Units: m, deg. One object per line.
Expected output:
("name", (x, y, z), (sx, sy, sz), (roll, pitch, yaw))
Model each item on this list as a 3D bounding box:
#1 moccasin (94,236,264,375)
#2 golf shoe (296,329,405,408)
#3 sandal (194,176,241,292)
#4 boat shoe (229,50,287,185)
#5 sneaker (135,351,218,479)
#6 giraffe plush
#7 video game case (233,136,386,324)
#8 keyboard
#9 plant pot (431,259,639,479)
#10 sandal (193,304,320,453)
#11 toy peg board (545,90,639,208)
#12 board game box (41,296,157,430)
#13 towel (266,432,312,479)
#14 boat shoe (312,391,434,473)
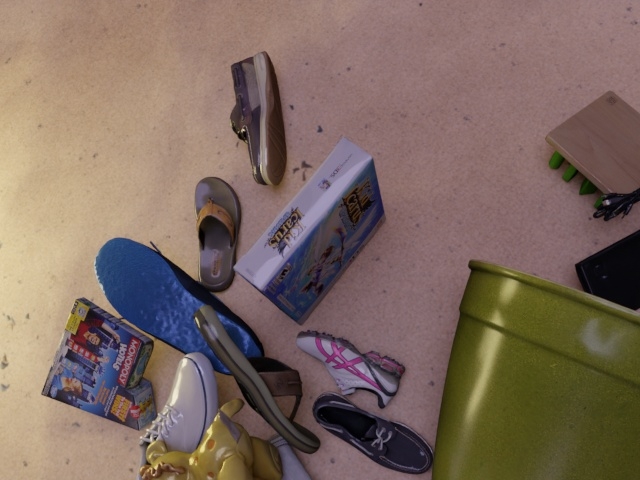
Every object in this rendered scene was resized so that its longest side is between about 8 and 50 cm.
("moccasin", (-0.244, 0.126, 1.089), (0.342, 0.117, 0.138), (39, 87, 16))
("golf shoe", (0.038, 0.204, 1.033), (0.186, 0.067, 0.086), (21, 79, 16))
("sandal", (-0.195, -0.017, 1.152), (0.090, 0.060, 0.219), (-3, 72, 10))
("boat shoe", (-0.123, -0.223, 1.189), (0.092, 0.103, 0.285), (-11, 67, 12))
("sneaker", (-0.226, 0.299, 0.983), (0.094, 0.091, 0.258), (21, 104, 39))
("giraffe plush", (-0.163, 0.341, 0.892), (0.170, 0.181, 0.210), (-24, 107, 9))
("video game case", (0.000, 0.000, 0.999), (0.061, 0.269, 0.244), (36, 82, 18))
("keyboard", (0.539, -0.022, 0.987), (0.317, 0.033, 0.202), (-28, 106, -1))
("plant pot", (0.305, 0.255, 0.840), (0.366, 0.366, 0.353), (22, 89, 17))
("sandal", (-0.077, 0.207, 0.955), (0.086, 0.303, 0.120), (-39, 24, -17))
("toy peg board", (0.478, -0.141, 1.069), (0.160, 0.079, 0.161), (-34, 69, -18))
("board game box", (-0.350, 0.220, 1.076), (0.194, 0.060, 0.194), (28, 106, 11))
("towel", (-0.107, 0.479, 0.905), (0.312, 0.056, 0.324), (-27, 56, -17))
("boat shoe", (0.078, 0.303, 0.983), (0.206, 0.065, 0.075), (27, 90, 11))
